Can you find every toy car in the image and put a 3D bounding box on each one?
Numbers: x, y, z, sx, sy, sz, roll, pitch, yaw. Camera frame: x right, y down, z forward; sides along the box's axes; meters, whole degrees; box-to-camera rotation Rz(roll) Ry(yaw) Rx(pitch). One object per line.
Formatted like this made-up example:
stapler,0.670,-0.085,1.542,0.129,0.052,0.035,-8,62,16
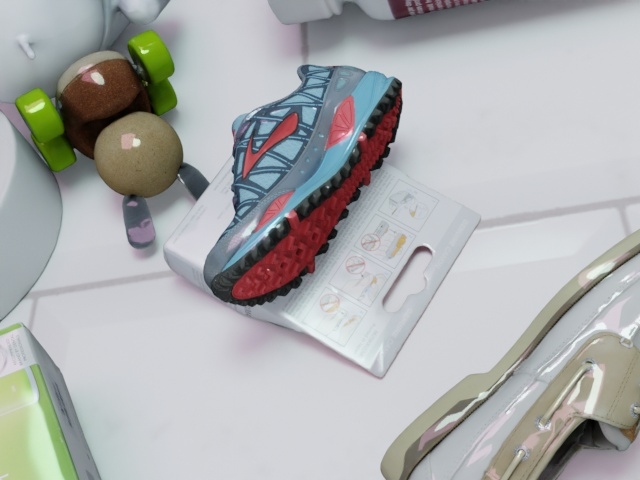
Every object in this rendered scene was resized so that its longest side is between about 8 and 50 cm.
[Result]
toy car,-0.189,-0.088,0.867,0.155,0.149,0.188,-32,80,-15

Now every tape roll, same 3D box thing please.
tape roll,-0.422,-0.019,0.890,0.286,0.100,0.286,-8,55,12

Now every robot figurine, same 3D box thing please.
robot figurine,-0.312,-0.276,0.922,0.300,0.200,0.353,1,33,4

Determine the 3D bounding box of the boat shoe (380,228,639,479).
boat shoe,0.189,0.108,0.617,0.302,0.113,0.103,-43,57,0

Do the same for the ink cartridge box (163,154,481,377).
ink cartridge box,0.000,0.000,0.790,0.232,0.066,0.189,32,70,9

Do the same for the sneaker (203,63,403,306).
sneaker,-0.034,-0.056,0.745,0.125,0.104,0.262,25,59,21

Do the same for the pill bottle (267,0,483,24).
pill bottle,0.131,-0.352,0.859,0.392,0.224,0.224,-9,56,11

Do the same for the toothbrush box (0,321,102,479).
toothbrush box,-0.311,0.221,0.631,0.283,0.122,0.206,-23,66,-11
